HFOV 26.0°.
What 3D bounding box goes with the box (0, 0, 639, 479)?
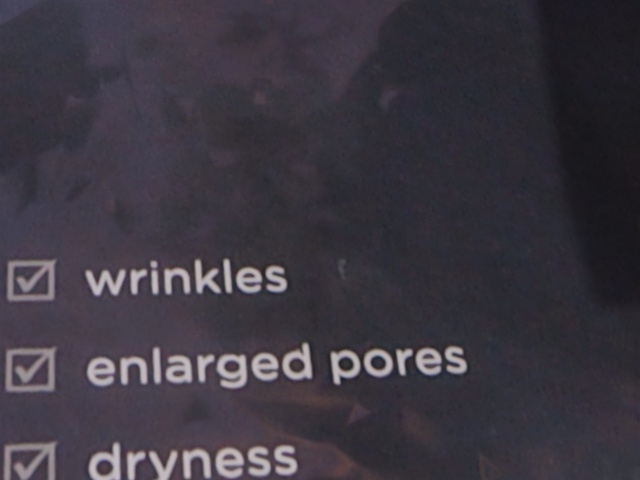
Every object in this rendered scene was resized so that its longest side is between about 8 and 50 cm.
[{"bbox_3d":[0.099,0.137,0.508,0.297,0.479,0.472,104,163,-57],"label":"box"}]
